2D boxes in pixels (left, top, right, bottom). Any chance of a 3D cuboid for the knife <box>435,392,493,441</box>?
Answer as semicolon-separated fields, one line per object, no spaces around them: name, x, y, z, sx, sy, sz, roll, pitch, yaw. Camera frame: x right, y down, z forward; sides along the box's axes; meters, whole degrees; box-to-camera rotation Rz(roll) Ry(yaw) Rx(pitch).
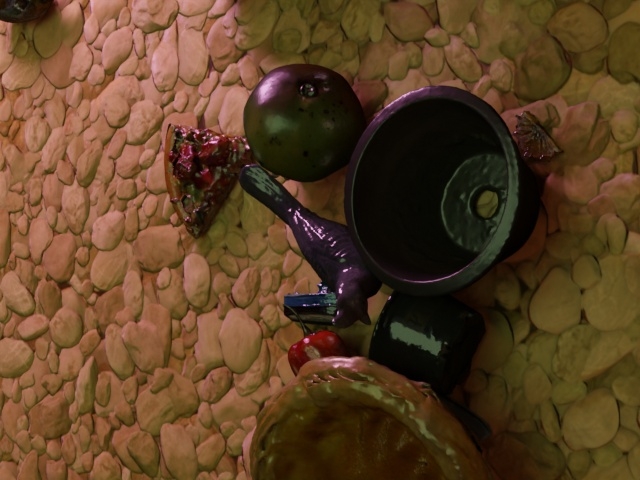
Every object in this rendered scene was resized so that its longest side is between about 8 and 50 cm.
knife;0.155;0.212;1.741;0.210;0.015;0.028;34;111;37

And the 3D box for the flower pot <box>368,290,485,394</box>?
flower pot;0.147;0.131;1.680;0.106;0.157;0.158;21;98;26

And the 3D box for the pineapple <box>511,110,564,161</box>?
pineapple;0.281;-0.132;1.678;0.045;0.019;0.083;-45;62;23

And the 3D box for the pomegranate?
pomegranate;-0.030;-0.155;1.856;0.180;0.179;0.210;62;152;26

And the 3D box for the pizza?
pizza;-0.186;-0.127;2.036;0.193;0.053;0.201;-34;64;31

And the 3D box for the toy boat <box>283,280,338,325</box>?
toy boat;0.004;0.089;1.854;0.137;0.060;0.061;-2;58;44

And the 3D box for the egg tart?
egg tart;0.085;0.318;1.647;0.387;0.169;0.388;15;117;32

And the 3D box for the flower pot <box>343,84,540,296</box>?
flower pot;0.179;-0.057;1.659;0.269;0.166;0.269;-3;84;36

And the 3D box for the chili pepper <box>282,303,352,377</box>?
chili pepper;-0.002;0.169;1.817;0.086;0.084;0.192;-33;80;4

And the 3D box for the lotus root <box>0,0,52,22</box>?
lotus root;-0.554;-0.461;2.358;0.192;0.088;0.113;6;104;39

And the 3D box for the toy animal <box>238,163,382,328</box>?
toy animal;0.035;0.015;1.747;0.081;0.205;0.367;-62;36;23
